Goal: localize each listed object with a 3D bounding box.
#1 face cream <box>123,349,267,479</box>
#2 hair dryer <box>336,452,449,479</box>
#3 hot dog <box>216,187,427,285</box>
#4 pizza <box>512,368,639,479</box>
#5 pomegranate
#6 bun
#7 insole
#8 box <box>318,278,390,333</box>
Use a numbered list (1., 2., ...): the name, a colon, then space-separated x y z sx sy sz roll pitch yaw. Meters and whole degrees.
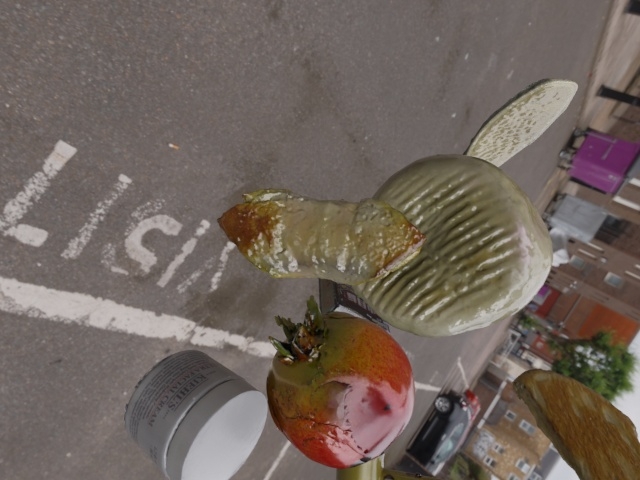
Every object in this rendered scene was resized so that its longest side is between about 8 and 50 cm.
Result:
1. face cream: -0.200 0.287 0.694 0.177 0.153 0.177 -36 137 -42
2. hair dryer: 0.163 0.462 0.779 0.090 0.279 0.134 30 62 -70
3. hot dog: 0.000 -0.001 0.361 0.061 0.169 0.078 45 55 -78
4. pizza: 0.401 0.299 0.617 0.262 0.181 0.034 -99 -157 -54
5. pomegranate: 0.022 0.196 0.604 0.210 0.210 0.235 -42 112 -28
6. bun: 0.128 0.011 0.447 0.193 0.178 0.128 -39 156 24
7. insole: 0.222 -0.115 0.550 0.081 0.011 0.248 1 155 -13
8. box: 0.090 0.154 1.303 0.198 0.310 0.084 33 117 -22
